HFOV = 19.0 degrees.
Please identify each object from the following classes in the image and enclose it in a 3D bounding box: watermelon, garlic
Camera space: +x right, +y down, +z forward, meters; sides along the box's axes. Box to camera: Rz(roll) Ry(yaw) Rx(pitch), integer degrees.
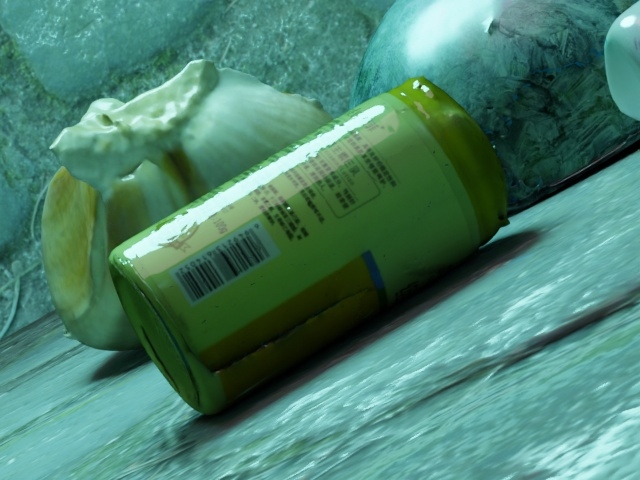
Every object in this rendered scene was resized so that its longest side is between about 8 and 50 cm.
[{"bbox_3d":[0.152,-0.137,1.319,0.322,0.175,0.188,-30,4,2],"label":"watermelon"},{"bbox_3d":[-0.130,-0.030,1.702,0.286,0.249,0.313,-49,-8,-22],"label":"garlic"}]

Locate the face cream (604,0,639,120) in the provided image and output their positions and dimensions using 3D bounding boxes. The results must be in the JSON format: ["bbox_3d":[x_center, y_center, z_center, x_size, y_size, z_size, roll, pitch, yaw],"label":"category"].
[{"bbox_3d":[0.330,-0.179,1.148,0.345,0.102,0.102,-30,5,-6],"label":"face cream"}]

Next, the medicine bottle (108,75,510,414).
[{"bbox_3d":[0.000,0.000,1.143,0.239,0.124,0.124,-30,5,-13],"label":"medicine bottle"}]
